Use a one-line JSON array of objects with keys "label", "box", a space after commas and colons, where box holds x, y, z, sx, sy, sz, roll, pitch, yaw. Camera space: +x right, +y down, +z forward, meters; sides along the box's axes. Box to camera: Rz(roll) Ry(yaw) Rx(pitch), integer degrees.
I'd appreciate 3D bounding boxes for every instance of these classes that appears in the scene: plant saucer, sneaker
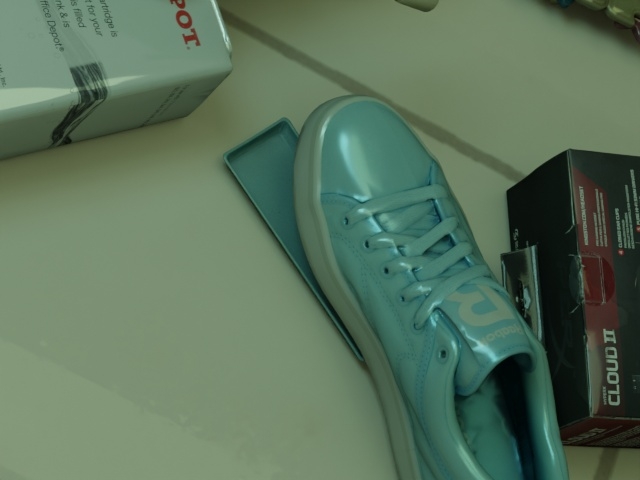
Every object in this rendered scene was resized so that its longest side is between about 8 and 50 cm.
[{"label": "plant saucer", "box": [0.000, 0.000, 1.446, 0.067, 0.018, 0.192, -33, 88, -28]}, {"label": "sneaker", "box": [0.101, 0.053, 1.378, 0.135, 0.150, 0.366, -23, 90, -30]}]

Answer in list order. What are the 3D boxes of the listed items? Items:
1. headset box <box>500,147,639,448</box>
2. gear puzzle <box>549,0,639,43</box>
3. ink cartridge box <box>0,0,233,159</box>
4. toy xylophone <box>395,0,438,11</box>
[{"label": "headset box", "box": [0.280, 0.053, 1.497, 0.293, 0.110, 0.218, 4, 71, -22]}, {"label": "gear puzzle", "box": [0.269, -0.330, 1.663, 0.175, 0.044, 0.339, 23, 63, -14]}, {"label": "ink cartridge box", "box": [-0.227, -0.167, 1.347, 0.273, 0.115, 0.198, -15, 79, -27]}, {"label": "toy xylophone", "box": [-0.034, -0.268, 1.366, 0.322, 0.081, 0.236, 3, 69, -33]}]
